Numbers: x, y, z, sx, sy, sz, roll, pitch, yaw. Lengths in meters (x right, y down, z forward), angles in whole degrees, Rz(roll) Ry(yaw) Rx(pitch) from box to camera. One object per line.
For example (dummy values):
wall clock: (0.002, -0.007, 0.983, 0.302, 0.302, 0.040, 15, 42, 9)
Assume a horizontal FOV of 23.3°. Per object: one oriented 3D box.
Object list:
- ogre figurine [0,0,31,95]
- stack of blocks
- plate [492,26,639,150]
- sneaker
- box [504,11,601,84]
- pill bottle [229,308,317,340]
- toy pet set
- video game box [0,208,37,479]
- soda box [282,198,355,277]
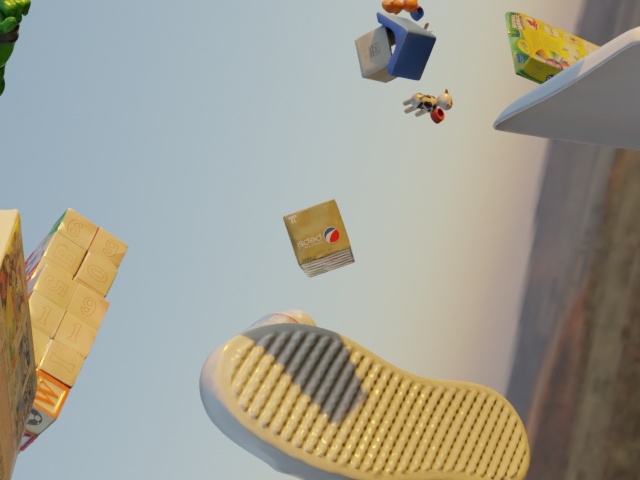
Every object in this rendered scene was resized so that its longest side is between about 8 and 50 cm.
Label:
ogre figurine: (-0.337, -0.133, 1.344, 0.197, 0.097, 0.118, -59, -10, -33)
stack of blocks: (-0.315, 0.104, 1.738, 0.171, 0.087, 0.297, -42, 19, 41)
plate: (0.353, -0.151, 1.537, 0.277, 0.278, 0.045, 148, 124, -63)
sneaker: (0.017, 0.176, 1.333, 0.366, 0.150, 0.135, 23, -130, -40)
box: (0.342, -0.264, 2.261, 0.043, 0.179, 0.105, -50, 29, 38)
pill bottle: (-0.063, 0.142, 1.993, 0.160, 0.087, 0.087, -33, -43, -63)
toy pet set: (0.090, -0.180, 1.428, 0.114, 0.065, 0.122, 5, -112, -48)
video game box: (-0.293, 0.106, 1.368, 0.187, 0.048, 0.205, -83, -4, -57)
soda box: (0.000, 0.000, 1.736, 0.181, 0.061, 0.058, 66, -175, -83)
